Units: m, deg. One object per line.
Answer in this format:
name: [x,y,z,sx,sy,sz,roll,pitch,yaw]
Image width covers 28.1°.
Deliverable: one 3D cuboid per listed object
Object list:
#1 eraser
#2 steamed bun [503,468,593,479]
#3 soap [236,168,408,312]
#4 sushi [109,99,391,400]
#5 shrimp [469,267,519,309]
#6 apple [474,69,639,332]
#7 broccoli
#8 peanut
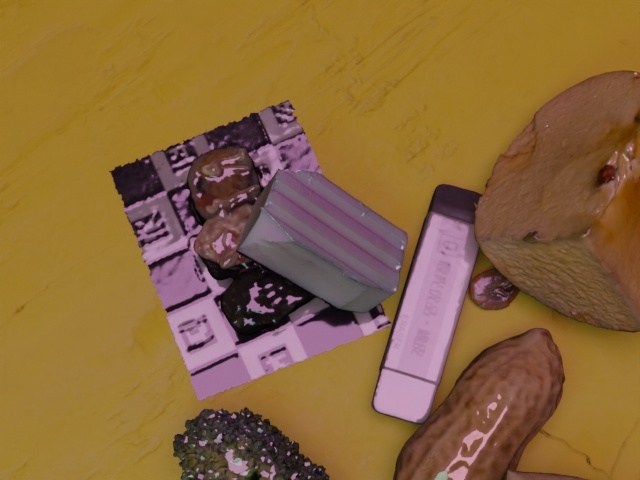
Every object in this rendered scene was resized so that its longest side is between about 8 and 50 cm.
eraser: [0.157,0.084,1.800,0.089,0.061,0.352,16,78,4]
steamed bun: [0.307,0.380,1.698,0.212,0.110,0.231,-5,120,-24]
soap: [0.000,0.000,1.737,0.230,0.091,0.145,33,44,-19]
sushi: [-0.104,-0.003,1.797,0.296,0.100,0.373,-22,78,-5]
shrimp: [0.265,0.065,1.826,0.108,0.023,0.059,-17,87,-5]
apple: [0.392,-0.066,1.745,0.314,0.252,0.309,27,62,9]
broccoli: [-0.097,0.397,1.630,0.302,0.249,0.375,-22,84,-8]
peanut: [0.223,0.253,1.722,0.140,0.153,0.325,24,65,45]
